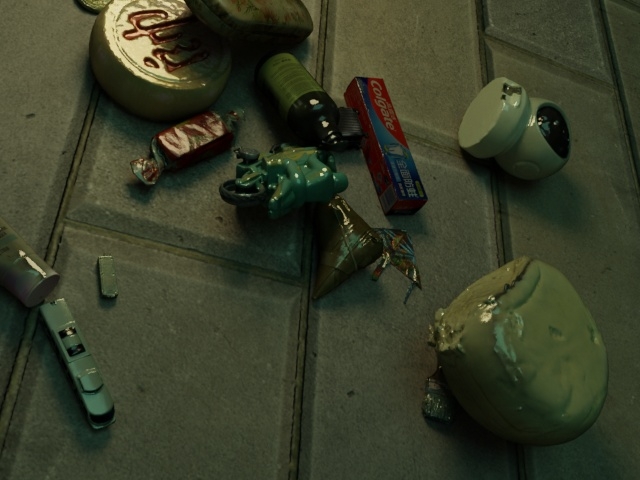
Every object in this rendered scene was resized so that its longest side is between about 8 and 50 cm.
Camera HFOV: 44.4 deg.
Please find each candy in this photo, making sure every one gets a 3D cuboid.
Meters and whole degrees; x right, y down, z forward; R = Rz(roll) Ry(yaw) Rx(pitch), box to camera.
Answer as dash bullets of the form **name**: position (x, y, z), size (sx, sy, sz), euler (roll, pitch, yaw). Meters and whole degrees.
- **candy**: position (-0.238, -0.185, 1.466), size (0.086, 0.059, 0.292), euler (47, 51, 10)

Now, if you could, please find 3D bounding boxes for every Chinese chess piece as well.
- **Chinese chess piece**: position (-0.305, -0.356, 1.508), size (0.270, 0.112, 0.270), euler (12, 57, -20)

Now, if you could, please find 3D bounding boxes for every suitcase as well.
- **suitcase**: position (0.030, -0.231, 1.635), size (0.126, 0.059, 0.086), euler (-7, 63, -28)

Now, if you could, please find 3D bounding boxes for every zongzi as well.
- **zongzi**: position (0.000, 0.000, 1.477), size (0.178, 0.081, 0.189), euler (-35, 69, -18)

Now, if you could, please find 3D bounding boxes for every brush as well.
- **brush**: position (0.224, 0.245, 1.459), size (0.070, 0.021, 0.196), euler (21, 51, -14)

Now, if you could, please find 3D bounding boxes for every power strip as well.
- **power strip**: position (-0.348, 0.058, 1.283), size (0.027, 0.017, 0.083), euler (1, 61, -28)

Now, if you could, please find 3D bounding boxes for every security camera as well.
- **security camera**: position (0.456, -0.237, 1.780), size (0.236, 0.194, 0.194), euler (28, 52, -15)

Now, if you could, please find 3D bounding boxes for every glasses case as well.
- **glasses case**: position (-0.137, -0.471, 1.581), size (0.156, 0.098, 0.425), euler (52, 24, 4)

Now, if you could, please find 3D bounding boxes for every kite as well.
- **kite**: position (0.139, 0.026, 1.556), size (0.183, 0.010, 0.160), euler (39, 52, 0)

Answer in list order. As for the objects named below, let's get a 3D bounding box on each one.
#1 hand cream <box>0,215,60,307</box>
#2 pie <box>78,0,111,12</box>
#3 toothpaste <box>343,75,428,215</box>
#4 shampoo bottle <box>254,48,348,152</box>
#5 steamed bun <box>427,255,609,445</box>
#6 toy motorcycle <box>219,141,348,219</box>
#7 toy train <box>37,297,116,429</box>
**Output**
- **hand cream**: position (-0.536, -0.026, 1.211), size (0.312, 0.070, 0.111), euler (40, 53, 6)
- **pie**: position (-0.454, -0.491, 1.573), size (0.084, 0.021, 0.084), euler (13, 59, -23)
- **toothpaste**: position (0.135, -0.204, 1.666), size (0.076, 0.066, 0.320), euler (-3, 63, -29)
- **shampoo bottle**: position (-0.031, -0.264, 1.544), size (0.101, 0.101, 0.284), euler (-9, 46, -31)
- **steamed bun**: position (0.345, 0.214, 1.401), size (0.334, 0.233, 0.312), euler (-26, 86, -44)
- **toy motorcycle**: position (-0.056, -0.109, 1.441), size (0.198, 0.109, 0.296), euler (17, 29, 22)
- **toy train**: position (-0.363, 0.185, 1.177), size (0.043, 0.047, 0.207), euler (-20, 70, -34)
